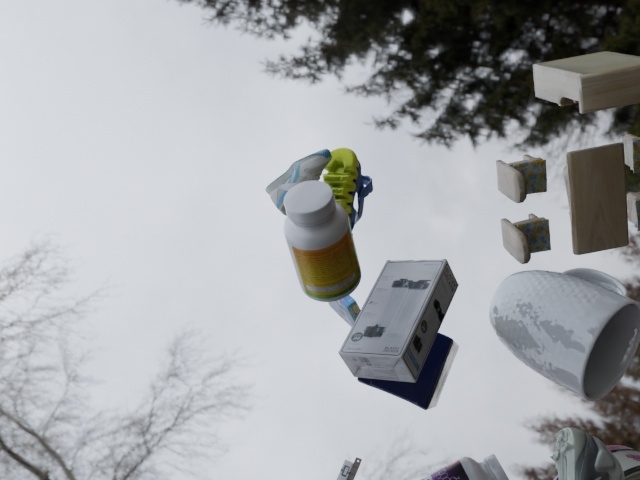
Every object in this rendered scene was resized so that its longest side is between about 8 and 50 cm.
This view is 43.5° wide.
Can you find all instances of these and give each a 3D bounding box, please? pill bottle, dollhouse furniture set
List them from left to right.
[{"bbox_3d":[0.000,0.000,1.661,0.136,0.136,0.245,-51,-37,-33],"label":"pill bottle"},{"bbox_3d":[0.347,0.696,2.125,0.323,0.181,0.181,-29,-39,1],"label":"pill bottle"},{"bbox_3d":[0.558,-0.156,1.586,0.256,0.362,0.394,-110,9,-72],"label":"dollhouse furniture set"}]

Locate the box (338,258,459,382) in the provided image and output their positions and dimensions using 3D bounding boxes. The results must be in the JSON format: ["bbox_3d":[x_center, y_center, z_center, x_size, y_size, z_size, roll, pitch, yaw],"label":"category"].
[{"bbox_3d":[0.181,0.173,1.799,0.087,0.169,0.290,58,-135,-33],"label":"box"}]

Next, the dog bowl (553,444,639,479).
[{"bbox_3d":[0.713,0.686,1.969,0.408,0.150,0.408,-8,-67,-18],"label":"dog bowl"}]

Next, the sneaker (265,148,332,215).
[{"bbox_3d":[-0.038,-0.145,1.957,0.087,0.229,0.092,-25,-100,-44],"label":"sneaker"}]

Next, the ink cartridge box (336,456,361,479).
[{"bbox_3d":[0.075,0.609,2.118,0.083,0.028,0.048,-65,-29,-11],"label":"ink cartridge box"}]

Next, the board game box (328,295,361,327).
[{"bbox_3d":[0.067,0.197,2.478,0.039,0.211,0.160,-37,-50,-11],"label":"board game box"}]

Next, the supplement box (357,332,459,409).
[{"bbox_3d":[0.247,0.330,2.177,0.356,0.194,0.195,38,-107,-74],"label":"supplement box"}]

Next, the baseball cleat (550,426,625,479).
[{"bbox_3d":[0.374,0.359,1.112,0.072,0.109,0.206,115,171,-54],"label":"baseball cleat"}]

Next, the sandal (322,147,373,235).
[{"bbox_3d":[0.060,-0.066,2.027,0.138,0.126,0.317,19,-93,-53],"label":"sandal"}]

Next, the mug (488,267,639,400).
[{"bbox_3d":[0.655,0.197,2.117,0.374,0.328,0.276,-34,-49,-28],"label":"mug"}]
